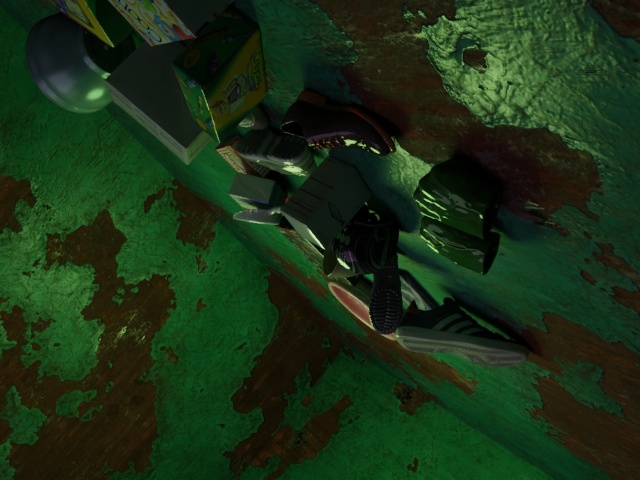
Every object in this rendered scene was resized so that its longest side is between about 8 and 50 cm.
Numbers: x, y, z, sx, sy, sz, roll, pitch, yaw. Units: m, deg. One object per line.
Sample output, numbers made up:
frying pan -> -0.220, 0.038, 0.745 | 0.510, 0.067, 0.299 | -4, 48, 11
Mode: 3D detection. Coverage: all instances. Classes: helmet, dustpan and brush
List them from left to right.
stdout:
dustpan and brush -> -0.160, -0.080, 2.014 | 0.147, 0.060, 0.211 | 6, -177, -30
helmet -> 0.108, 0.005, 1.641 | 0.169, 0.169, 0.162 | 31, 125, 38

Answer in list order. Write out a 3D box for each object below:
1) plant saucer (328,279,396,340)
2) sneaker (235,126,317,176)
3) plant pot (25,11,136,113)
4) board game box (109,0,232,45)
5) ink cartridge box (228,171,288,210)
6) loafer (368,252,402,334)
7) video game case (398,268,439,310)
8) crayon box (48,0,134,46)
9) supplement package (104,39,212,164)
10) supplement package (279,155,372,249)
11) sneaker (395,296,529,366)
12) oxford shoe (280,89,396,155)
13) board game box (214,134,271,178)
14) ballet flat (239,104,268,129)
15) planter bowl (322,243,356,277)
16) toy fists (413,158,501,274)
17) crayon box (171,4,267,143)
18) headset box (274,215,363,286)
plant saucer -> 0.178, 0.238, 2.476 | 0.332, 0.084, 0.332 | 38, 168, 9
sneaker -> -0.116, -0.212, 1.698 | 0.281, 0.105, 0.115 | 27, 162, 47
plant pot -> -0.651, -0.530, 1.895 | 0.196, 0.293, 0.293 | -9, 136, 38
board game box -> -0.269, -0.456, 1.195 | 0.142, 0.144, 0.275 | 47, 167, -30
ink cartridge box -> -0.190, -0.138, 2.102 | 0.134, 0.078, 0.231 | 14, 171, 11
loafer -> 0.185, 0.131, 1.817 | 0.094, 0.251, 0.087 | 3, -179, 15
video game case -> 0.287, 0.176, 2.049 | 0.274, 0.026, 0.196 | 46, 167, -22
crayon box -> -0.663, -0.694, 1.658 | 0.363, 0.106, 0.313 | 37, 166, 17
supplement package -> -0.371, -0.366, 1.694 | 0.262, 0.204, 0.145 | 41, 167, 0
supplement package -> 0.014, -0.089, 1.555 | 0.105, 0.179, 0.105 | 30, 164, 43
sneaker -> 0.380, 0.232, 1.770 | 0.350, 0.148, 0.131 | 9, 149, 21
oxford shoe -> 0.031, -0.203, 1.280 | 0.271, 0.098, 0.097 | 30, 164, 42
board game box -> -0.243, -0.256, 2.079 | 0.147, 0.045, 0.193 | 44, 167, -18
ballet flat -> -0.211, -0.331, 1.585 | 0.086, 0.086, 0.248 | 29, 164, 45
planter bowl -> 0.086, 0.037, 1.907 | 0.109, 0.162, 0.162 | 15, 175, -16
toy fists -> 0.249, -0.044, 1.203 | 0.142, 0.096, 0.279 | 24, 161, 24
crayon box -> -0.199, -0.332, 1.372 | 0.081, 0.165, 0.278 | 39, 169, 8
headset box -> 0.000, 0.000, 2.094 | 0.293, 0.110, 0.218 | 45, 168, -20
